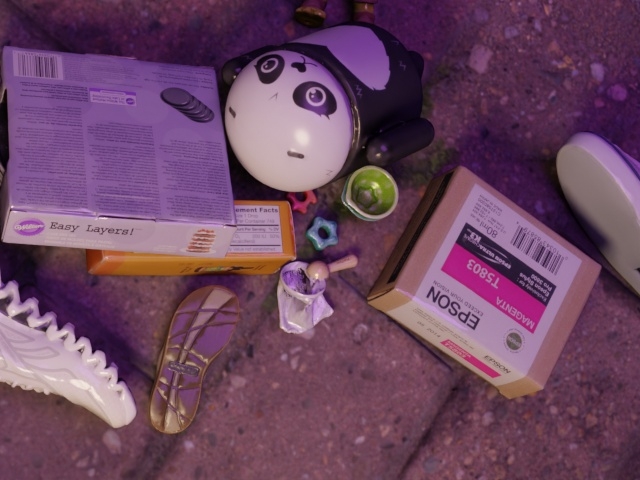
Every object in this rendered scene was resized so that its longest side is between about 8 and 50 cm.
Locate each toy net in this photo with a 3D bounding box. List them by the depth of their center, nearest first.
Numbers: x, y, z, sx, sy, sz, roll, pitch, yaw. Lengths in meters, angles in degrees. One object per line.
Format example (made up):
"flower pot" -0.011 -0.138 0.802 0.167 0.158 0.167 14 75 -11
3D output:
"toy net" 0.000 0.000 1.923 0.122 0.045 0.232 32 69 -14

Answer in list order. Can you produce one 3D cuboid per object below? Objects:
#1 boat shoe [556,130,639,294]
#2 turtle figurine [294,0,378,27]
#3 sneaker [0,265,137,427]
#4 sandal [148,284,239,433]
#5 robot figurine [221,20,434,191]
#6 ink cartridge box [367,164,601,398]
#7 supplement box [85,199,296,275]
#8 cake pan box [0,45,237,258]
"boat shoe" 0.462 -0.021 2.071 0.156 0.136 0.367 -44 100 -24
"turtle figurine" 0.030 -0.370 1.996 0.270 0.087 0.217 20 79 -26
"sneaker" -0.330 0.120 1.736 0.292 0.110 0.118 38 74 -2
"sandal" -0.152 0.134 1.834 0.072 0.049 0.180 21 86 -11
"robot figurine" 0.011 -0.163 1.869 0.278 0.209 0.173 -29 101 -49
"ink cartridge box" 0.206 0.053 1.974 0.235 0.088 0.193 34 67 -13
"supplement box" -0.150 -0.003 1.845 0.233 0.078 0.080 2 74 -23
"cake pan box" -0.236 -0.100 1.779 0.267 0.070 0.245 3 49 -20
